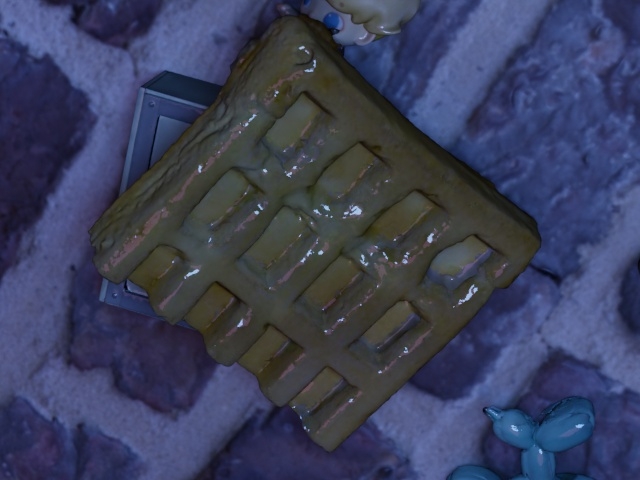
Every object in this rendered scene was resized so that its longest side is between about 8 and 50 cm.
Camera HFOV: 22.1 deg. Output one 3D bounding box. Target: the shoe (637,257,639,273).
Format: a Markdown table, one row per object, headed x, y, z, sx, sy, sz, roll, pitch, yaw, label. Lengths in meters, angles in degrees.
| x | y | z | sx | sy | sz | roll | pitch | yaw | label |
| --- | --- | --- | --- | --- | --- | --- | --- | --- | --- |
| 0.384 | 0.064 | 1.509 | 0.194 | 0.077 | 0.074 | 30 | 112 | 2 | shoe |

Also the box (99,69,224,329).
| x | y | z | sx | sy | sz | roll | pitch | yaw | label |
| --- | --- | --- | --- | --- | --- | --- | --- | --- | --- |
| -0.125 | -0.035 | 1.590 | 0.129 | 0.086 | 0.225 | 16 | 111 | 8 | box |

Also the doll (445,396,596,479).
| x | y | z | sx | sy | sz | roll | pitch | yaw | label |
| --- | --- | --- | --- | --- | --- | --- | --- | --- | --- |
| 0.202 | 0.234 | 1.615 | 0.158 | 0.059 | 0.159 | 0 | 108 | 11 | doll |

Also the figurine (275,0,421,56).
| x | y | z | sx | sy | sz | roll | pitch | yaw | label |
| --- | --- | --- | --- | --- | --- | --- | --- | --- | --- |
| 0.007 | -0.199 | 1.500 | 0.108 | 0.114 | 0.196 | 29 | 118 | -22 | figurine |

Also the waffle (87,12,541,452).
| x | y | z | sx | sy | sz | roll | pitch | yaw | label |
| --- | --- | --- | --- | --- | --- | --- | --- | --- | --- |
| 0.000 | 0.000 | 1.503 | 0.348 | 0.077 | 0.304 | 39 | 106 | -26 | waffle |
